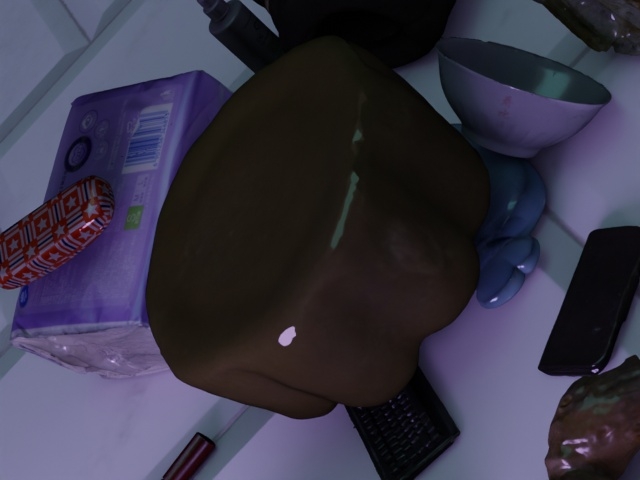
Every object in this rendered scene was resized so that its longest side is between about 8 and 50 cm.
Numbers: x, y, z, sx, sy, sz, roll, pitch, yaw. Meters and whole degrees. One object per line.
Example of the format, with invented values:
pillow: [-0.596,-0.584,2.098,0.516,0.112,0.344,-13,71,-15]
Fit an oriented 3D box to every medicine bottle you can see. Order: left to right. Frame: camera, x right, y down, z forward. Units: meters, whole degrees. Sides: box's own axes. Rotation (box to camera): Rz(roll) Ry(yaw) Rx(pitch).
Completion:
medicine bottle: [-0.099,-0.265,2.044,0.057,0.199,0.057,-31,36,26]

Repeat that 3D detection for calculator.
calculator: [0.140,-0.026,1.679,0.188,0.042,0.302,-46,31,4]

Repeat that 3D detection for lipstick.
lipstick: [-0.179,0.287,1.760,0.176,0.027,0.027,-52,34,0]

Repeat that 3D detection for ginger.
ginger: [0.223,0.196,1.329,0.290,0.084,0.122,-54,27,-7]

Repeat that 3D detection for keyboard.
keyboard: [0.064,0.155,1.608,0.093,0.025,0.230,-42,34,7]

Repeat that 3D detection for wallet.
wallet: [0.256,0.055,1.487,0.082,0.018,0.156,-5,54,48]

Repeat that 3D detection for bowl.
bowl: [0.195,-0.138,1.644,0.189,0.189,0.086,49,126,56]

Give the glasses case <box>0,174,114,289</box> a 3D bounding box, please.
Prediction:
glasses case: [-0.311,-0.003,1.860,0.194,0.049,0.073,-31,56,26]

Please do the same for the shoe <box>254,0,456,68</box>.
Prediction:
shoe: [0.013,-0.314,1.989,0.384,0.171,0.237,2,55,41]

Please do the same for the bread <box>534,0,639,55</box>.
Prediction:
bread: [0.280,-0.295,1.605,0.186,0.257,0.124,-36,21,56]

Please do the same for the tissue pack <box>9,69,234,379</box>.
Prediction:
tissue pack: [-0.216,-0.011,1.933,0.242,0.160,0.338,-7,62,40]

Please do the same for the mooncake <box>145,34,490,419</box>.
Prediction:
mooncake: [0.000,0.000,1.622,0.378,0.201,0.378,-35,41,39]
